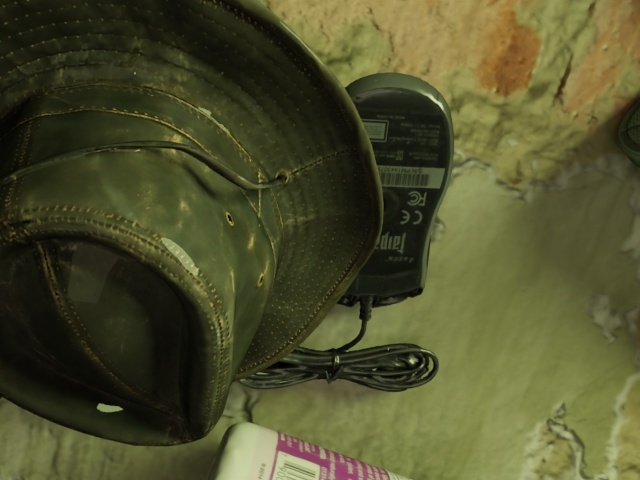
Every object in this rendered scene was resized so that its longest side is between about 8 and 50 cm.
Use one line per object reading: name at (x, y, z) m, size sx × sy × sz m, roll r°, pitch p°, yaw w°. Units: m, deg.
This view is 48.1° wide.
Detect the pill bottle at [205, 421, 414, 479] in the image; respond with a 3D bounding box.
pill bottle at (0.043, 0.267, 0.558) m, size 0.301 × 0.169 × 0.169 m, roll 21°, pitch 106°, yaw -4°

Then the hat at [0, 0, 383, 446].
hat at (-0.102, 0.028, 0.399) m, size 0.331 × 0.134 × 0.331 m, roll -7°, pitch 135°, yaw -7°

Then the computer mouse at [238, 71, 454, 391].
computer mouse at (0.000, 0.000, 0.540) m, size 0.183 × 0.060 × 0.262 m, roll -2°, pitch 118°, yaw -2°

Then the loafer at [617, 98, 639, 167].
loafer at (0.336, -0.124, 0.486) m, size 0.267 × 0.096 × 0.084 m, roll -37°, pitch 121°, yaw 18°
